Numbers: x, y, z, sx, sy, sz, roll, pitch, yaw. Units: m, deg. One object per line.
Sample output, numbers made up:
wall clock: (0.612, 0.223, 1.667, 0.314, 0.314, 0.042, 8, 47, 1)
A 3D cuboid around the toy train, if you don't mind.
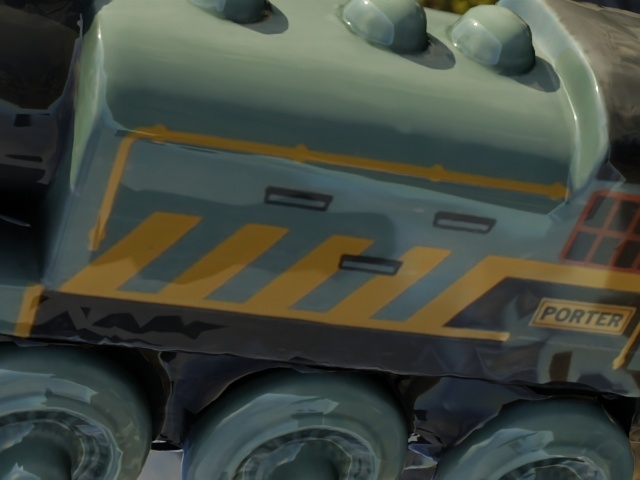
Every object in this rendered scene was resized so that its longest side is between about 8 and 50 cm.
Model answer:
toy train: (0.000, 0.000, 0.479, 0.142, 0.334, 0.190, -110, 35, -51)
